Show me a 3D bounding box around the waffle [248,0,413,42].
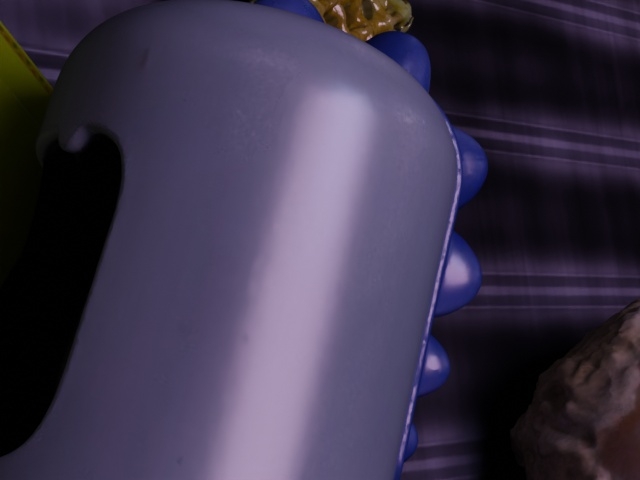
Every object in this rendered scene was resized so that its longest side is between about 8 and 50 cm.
[{"bbox_3d":[-0.002,-0.138,1.288,0.204,0.054,0.223,42,48,-51],"label":"waffle"}]

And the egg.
[{"bbox_3d":[0.292,0.168,1.413,0.310,0.279,0.279,-31,104,-53],"label":"egg"}]

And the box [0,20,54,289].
[{"bbox_3d":[-0.251,-0.007,0.932,0.187,0.047,0.335,54,43,-27],"label":"box"}]

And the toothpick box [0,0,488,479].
[{"bbox_3d":[-0.045,0.030,0.971,0.263,0.263,0.355,30,68,-44],"label":"toothpick box"}]
